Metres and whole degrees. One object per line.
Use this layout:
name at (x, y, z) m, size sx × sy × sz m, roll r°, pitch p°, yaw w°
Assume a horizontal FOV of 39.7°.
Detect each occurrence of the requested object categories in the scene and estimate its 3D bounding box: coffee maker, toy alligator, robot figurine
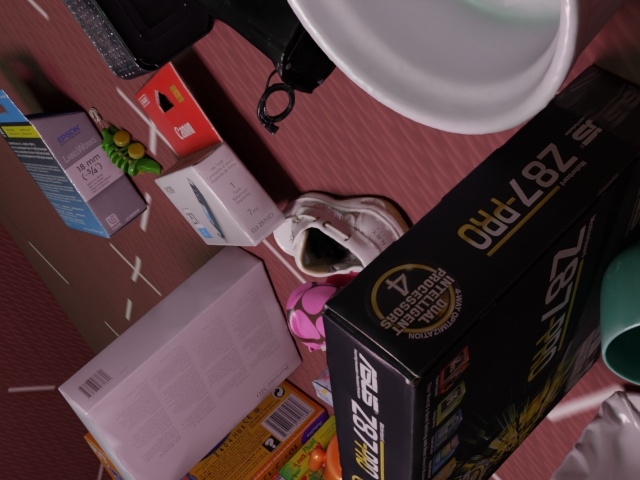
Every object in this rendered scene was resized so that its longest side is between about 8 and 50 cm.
coffee maker at (-0.064, -0.227, 0.831) m, size 0.178 × 0.171 × 0.120 m, roll 38°, pitch 170°, yaw 25°
toy alligator at (-0.357, -0.163, 1.548) m, size 0.190 × 0.051 × 0.056 m, roll 39°, pitch 154°, yaw 18°
robot figurine at (0.071, 0.419, 1.632) m, size 0.128 × 0.158 × 0.219 m, roll 60°, pitch 162°, yaw 28°

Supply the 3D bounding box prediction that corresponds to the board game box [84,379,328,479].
board game box at (-0.210, 0.477, 1.896) m, size 0.356 × 0.356 × 0.356 m, roll 32°, pitch 151°, yaw 32°

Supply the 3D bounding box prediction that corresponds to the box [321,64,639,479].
box at (0.148, 0.090, 0.779) m, size 0.097 × 0.318 × 0.395 m, roll 35°, pitch 152°, yaw 27°

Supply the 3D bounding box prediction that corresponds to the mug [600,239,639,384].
mug at (0.304, 0.058, 0.728) m, size 0.129 × 0.097 × 0.158 m, roll -20°, pitch 137°, yaw 38°

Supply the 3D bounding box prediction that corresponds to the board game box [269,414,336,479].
board game box at (-0.013, 0.437, 1.726) m, size 0.043 × 0.181 × 0.092 m, roll 29°, pitch 150°, yaw 35°

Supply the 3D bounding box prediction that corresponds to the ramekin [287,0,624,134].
ramekin at (0.093, -0.224, 0.620) m, size 0.277 × 0.135 × 0.277 m, roll 38°, pitch 154°, yaw 22°

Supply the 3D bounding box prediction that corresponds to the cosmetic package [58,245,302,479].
cosmetic package at (-0.221, 0.229, 1.518) m, size 0.097 × 0.377 × 0.284 m, roll 27°, pitch 148°, yaw 40°

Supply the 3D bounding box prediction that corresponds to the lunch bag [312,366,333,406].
lunch bag at (0.040, 0.248, 1.490) m, size 0.083 × 0.071 × 0.053 m, roll 24°, pitch 145°, yaw 41°

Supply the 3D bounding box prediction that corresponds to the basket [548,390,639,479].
basket at (0.371, 0.341, 0.795) m, size 0.266 × 0.328 × 0.331 m, roll 49°, pitch 156°, yaw -13°

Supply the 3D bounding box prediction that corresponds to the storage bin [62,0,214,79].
storage bin at (-0.228, -0.296, 1.051) m, size 0.084 × 0.122 × 0.180 m, roll 4°, pitch 131°, yaw 57°

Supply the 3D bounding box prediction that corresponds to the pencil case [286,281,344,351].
pencil case at (0.048, 0.112, 1.141) m, size 0.209 × 0.095 × 0.098 m, roll 8°, pitch 98°, yaw 54°

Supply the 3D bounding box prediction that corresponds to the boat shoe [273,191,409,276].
boat shoe at (0.000, 0.000, 1.154) m, size 0.098 × 0.096 × 0.277 m, roll 55°, pitch 155°, yaw -16°

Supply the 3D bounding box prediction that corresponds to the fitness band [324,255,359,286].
fitness band at (0.125, 0.139, 1.222) m, size 0.291 × 0.054 × 0.209 m, roll 49°, pitch 153°, yaw -5°

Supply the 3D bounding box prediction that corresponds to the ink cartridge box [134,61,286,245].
ink cartridge box at (-0.190, -0.111, 1.288) m, size 0.261 × 0.066 × 0.296 m, roll 53°, pitch 164°, yaw -12°

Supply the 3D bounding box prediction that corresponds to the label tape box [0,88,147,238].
label tape box at (-0.504, -0.174, 1.706) m, size 0.241 × 0.106 × 0.333 m, roll 11°, pitch 137°, yaw 54°
